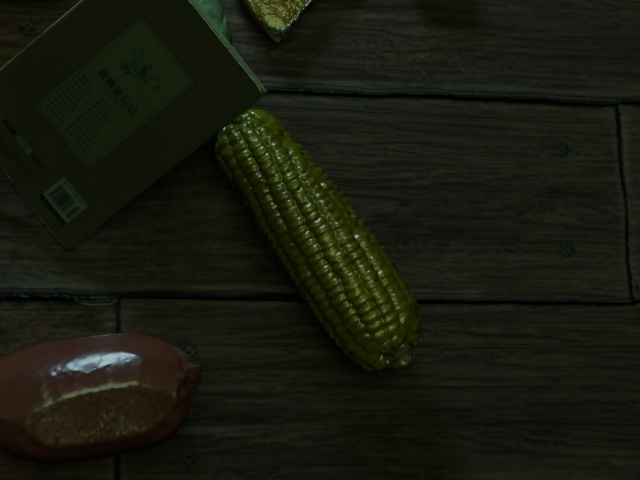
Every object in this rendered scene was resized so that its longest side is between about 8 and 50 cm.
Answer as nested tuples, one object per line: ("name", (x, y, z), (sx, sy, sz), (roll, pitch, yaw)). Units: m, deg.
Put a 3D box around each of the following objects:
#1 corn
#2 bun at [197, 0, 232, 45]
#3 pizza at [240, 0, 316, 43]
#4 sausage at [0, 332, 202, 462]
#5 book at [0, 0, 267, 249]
("corn", (0.000, 0.000, 1.781), (0.120, 0.120, 0.363), (-33, 85, -16))
("bun", (-0.210, -0.238, 1.794), (0.204, 0.126, 0.212), (28, 73, -5))
("pizza", (-0.037, -0.359, 1.902), (0.176, 0.036, 0.184), (-27, 81, -17))
("sausage", (-0.258, 0.179, 1.681), (0.255, 0.148, 0.148), (-13, 80, -12))
("book", (-0.246, -0.161, 1.726), (0.310, 0.021, 0.217), (-37, 96, 14))
